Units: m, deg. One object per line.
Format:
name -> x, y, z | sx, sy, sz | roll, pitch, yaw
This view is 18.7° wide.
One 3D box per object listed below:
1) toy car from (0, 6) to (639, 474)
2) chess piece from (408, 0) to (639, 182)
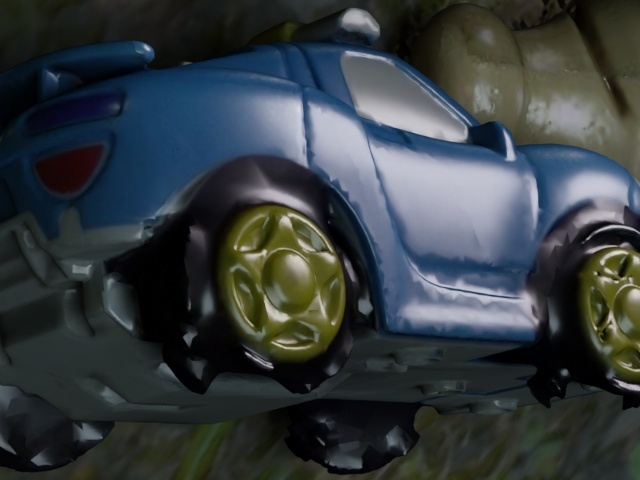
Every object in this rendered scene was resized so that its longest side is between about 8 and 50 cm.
toy car -> 0.000, 0.000, 0.752 | 0.314, 0.198, 0.166 | 6, 75, -35
chess piece -> 0.173, -0.045, 0.891 | 0.307, 0.124, 0.139 | 5, 118, -31
